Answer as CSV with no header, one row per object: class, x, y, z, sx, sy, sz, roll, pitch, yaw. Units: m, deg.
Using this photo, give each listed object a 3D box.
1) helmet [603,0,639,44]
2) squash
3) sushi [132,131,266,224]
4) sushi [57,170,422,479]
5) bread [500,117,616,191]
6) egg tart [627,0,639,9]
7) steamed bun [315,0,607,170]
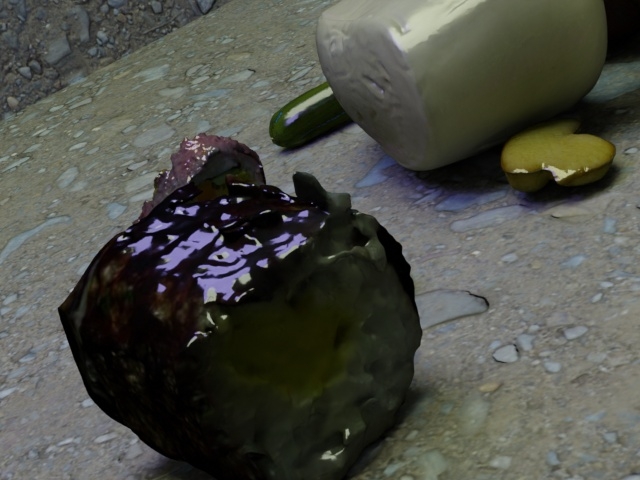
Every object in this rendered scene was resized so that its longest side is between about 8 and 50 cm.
helmet,0.439,-0.458,1.952,0.337,0.385,0.230,-12,41,-2
squash,0.057,-0.257,2.164,0.331,0.087,0.087,-24,22,-6
sushi,-0.184,-0.055,1.888,0.107,0.161,0.241,42,108,45
sushi,-0.074,0.089,1.266,0.299,0.281,0.294,-50,32,-21
bread,0.321,-0.108,1.619,0.149,0.065,0.188,-1,26,20
egg tart,0.551,-0.429,1.709,0.443,0.178,0.443,0,41,0
steamed bun,0.204,-0.273,1.801,0.371,0.290,0.456,-30,18,-3
